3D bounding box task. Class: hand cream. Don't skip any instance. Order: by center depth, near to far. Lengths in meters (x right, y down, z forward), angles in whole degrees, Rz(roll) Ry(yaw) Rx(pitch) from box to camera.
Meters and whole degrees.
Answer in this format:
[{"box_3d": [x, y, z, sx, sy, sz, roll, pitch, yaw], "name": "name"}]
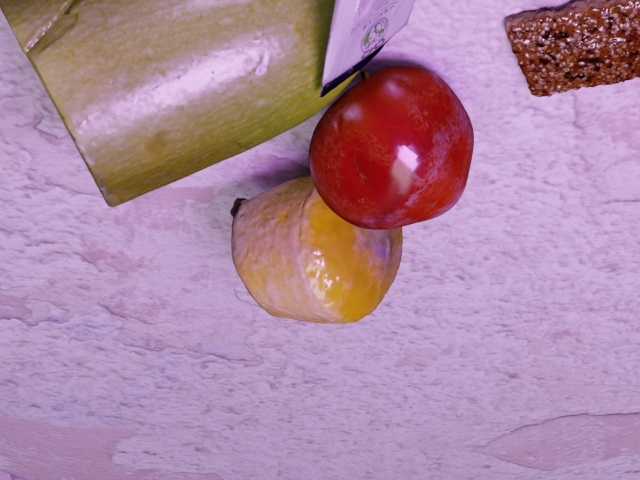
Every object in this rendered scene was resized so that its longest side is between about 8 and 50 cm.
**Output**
[{"box_3d": [0.060, -0.259, 1.047, 0.076, 0.121, 0.336, 43, 152, 18], "name": "hand cream"}]

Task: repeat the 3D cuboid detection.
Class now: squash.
[{"box_3d": [-0.119, -0.188, 1.205, 0.309, 0.210, 0.234, -29, 149, -8], "name": "squash"}]

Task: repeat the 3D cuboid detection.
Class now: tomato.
[{"box_3d": [0.084, -0.094, 1.268, 0.187, 0.151, 0.187, -22, 147, -15], "name": "tomato"}]

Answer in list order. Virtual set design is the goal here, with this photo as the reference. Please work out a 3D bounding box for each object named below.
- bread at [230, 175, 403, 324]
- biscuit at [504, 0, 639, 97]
[{"box_3d": [0.002, 0.004, 1.428, 0.170, 0.197, 0.197, -2, 152, 30], "name": "bread"}, {"box_3d": [0.307, -0.202, 1.202, 0.231, 0.025, 0.131, -11, 148, 21], "name": "biscuit"}]
